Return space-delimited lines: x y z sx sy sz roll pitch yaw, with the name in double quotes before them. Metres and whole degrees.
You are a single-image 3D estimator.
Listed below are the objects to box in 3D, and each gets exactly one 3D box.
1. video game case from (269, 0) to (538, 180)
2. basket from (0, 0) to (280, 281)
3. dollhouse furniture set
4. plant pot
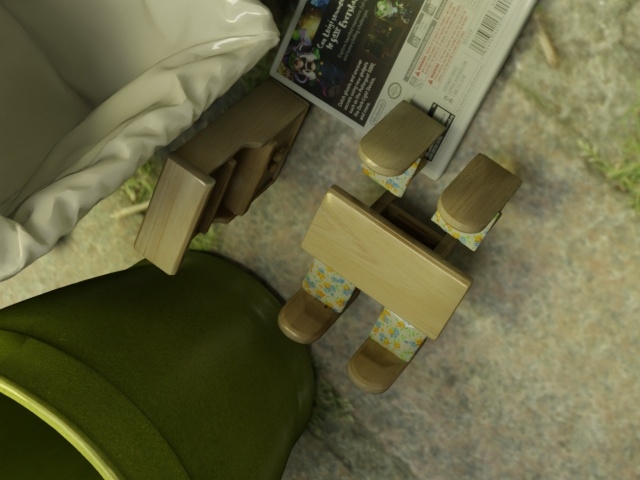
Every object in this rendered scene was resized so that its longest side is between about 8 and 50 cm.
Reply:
"video game case" 0.063 -0.167 1.065 0.173 0.022 0.190 33 126 10
"basket" -0.281 -0.152 1.025 0.328 0.331 0.266 49 145 -8
"dollhouse furniture set" 0.000 0.000 1.078 0.242 0.161 0.212 35 132 9
"plant pot" -0.183 0.181 1.165 0.366 0.353 0.366 13 119 24
